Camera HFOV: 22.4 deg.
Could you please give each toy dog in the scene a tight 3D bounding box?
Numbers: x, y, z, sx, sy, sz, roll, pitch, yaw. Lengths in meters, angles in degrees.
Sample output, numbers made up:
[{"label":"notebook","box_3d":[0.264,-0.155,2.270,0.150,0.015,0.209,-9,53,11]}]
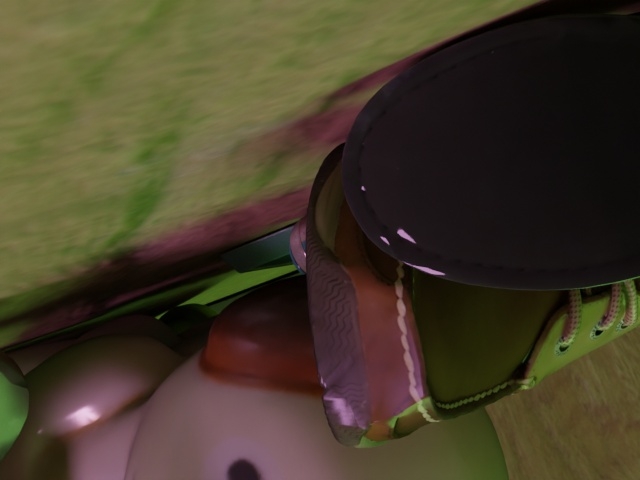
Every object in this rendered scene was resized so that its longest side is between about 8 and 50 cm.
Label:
[{"label":"toy dog","box_3d":[-0.031,0.163,0.950,0.395,0.284,0.408,-18,179,-18]}]

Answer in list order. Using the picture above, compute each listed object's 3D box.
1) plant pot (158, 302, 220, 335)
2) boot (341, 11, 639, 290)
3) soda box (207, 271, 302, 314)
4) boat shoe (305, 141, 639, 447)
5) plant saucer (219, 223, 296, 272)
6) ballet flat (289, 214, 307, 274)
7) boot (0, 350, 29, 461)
[{"label":"plant pot","box_3d":[-0.197,0.198,1.229,0.254,0.276,0.276,-6,169,-29]},{"label":"boot","box_3d":[0.140,-0.051,0.635,0.263,0.091,0.229,-13,-176,3]},{"label":"soda box","box_3d":[-0.074,0.098,1.467,0.286,0.091,0.098,-21,176,5]},{"label":"boat shoe","box_3d":[0.084,0.002,0.712,0.120,0.122,0.324,-6,-170,19]},{"label":"plant saucer","box_3d":[0.000,0.000,1.065,0.067,0.018,0.192,-22,175,19]},{"label":"ballet flat","box_3d":[0.050,-0.006,0.975,0.052,0.057,0.168,-36,167,37]},{"label":"boot","box_3d":[-0.283,0.119,0.858,0.305,0.115,0.112,-34,132,18]}]
